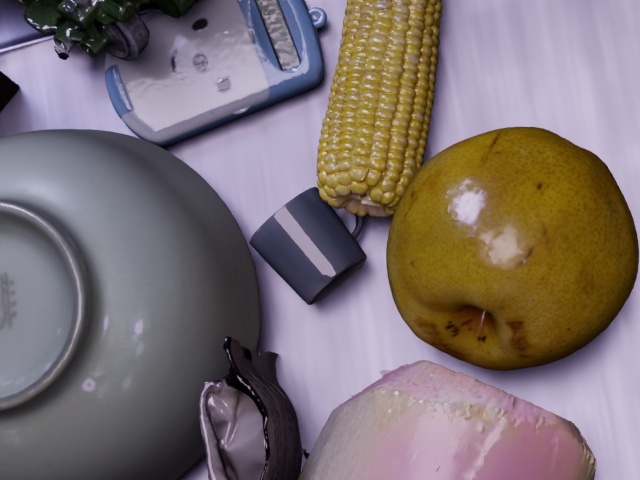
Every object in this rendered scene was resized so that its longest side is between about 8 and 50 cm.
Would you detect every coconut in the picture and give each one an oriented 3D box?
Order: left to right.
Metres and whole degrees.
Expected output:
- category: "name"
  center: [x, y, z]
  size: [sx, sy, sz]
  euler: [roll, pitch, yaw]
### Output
- category: "coconut"
  center: [0.089, 0.234, 1.593]
  size: [0.233, 0.233, 0.245]
  euler: [22, 84, 11]

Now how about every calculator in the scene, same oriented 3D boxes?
- category: "calculator"
  center: [-0.093, -0.166, 1.772]
  size: [0.210, 0.039, 0.121]
  euler: [-21, 79, 4]

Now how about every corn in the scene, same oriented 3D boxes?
- category: "corn"
  center: [0.056, -0.139, 1.710]
  size: [0.093, 0.093, 0.244]
  euler: [8, 73, 10]

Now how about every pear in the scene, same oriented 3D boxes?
- category: "pear"
  center: [0.162, 0.001, 1.626]
  size: [0.209, 0.209, 0.209]
  euler: [-1, 80, 8]

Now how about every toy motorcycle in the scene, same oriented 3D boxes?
- category: "toy motorcycle"
  center: [-0.204, -0.271, 1.753]
  size: [0.275, 0.127, 0.205]
  euler: [30, 70, 27]

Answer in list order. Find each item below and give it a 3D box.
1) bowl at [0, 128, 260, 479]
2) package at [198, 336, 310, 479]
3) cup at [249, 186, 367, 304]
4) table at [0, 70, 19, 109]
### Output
- category: "bowl"
  center: [-0.245, 0.064, 1.663]
  size: [0.354, 0.185, 0.354]
  euler: [-2, 82, 16]
- category: "package"
  center: [-0.055, 0.210, 1.620]
  size: [0.062, 0.204, 0.251]
  euler: [2, 82, 10]
- category: "cup"
  center: [0.000, 0.000, 1.717]
  size: [0.100, 0.078, 0.077]
  euler: [-37, 82, -22]
- category: "table"
  center: [-0.413, -0.153, 1.751]
  size: [0.193, 0.169, 0.172]
  euler: [38, 88, 14]
